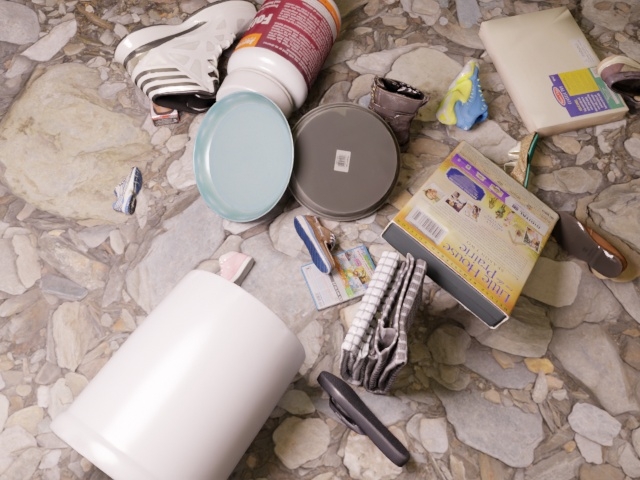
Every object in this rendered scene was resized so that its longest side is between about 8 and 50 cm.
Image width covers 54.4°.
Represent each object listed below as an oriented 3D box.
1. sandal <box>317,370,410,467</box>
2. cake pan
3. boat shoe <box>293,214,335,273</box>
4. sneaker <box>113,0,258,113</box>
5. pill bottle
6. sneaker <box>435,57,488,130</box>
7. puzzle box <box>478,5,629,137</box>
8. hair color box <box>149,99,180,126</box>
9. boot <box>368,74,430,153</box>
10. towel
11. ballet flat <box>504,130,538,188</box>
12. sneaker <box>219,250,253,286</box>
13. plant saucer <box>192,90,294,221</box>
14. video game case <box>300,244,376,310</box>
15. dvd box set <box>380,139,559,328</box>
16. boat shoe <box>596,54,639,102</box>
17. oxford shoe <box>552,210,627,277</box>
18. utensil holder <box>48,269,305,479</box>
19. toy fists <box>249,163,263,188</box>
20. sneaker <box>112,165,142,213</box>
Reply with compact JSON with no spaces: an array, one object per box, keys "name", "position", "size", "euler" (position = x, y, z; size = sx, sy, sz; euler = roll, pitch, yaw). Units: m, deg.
[{"name":"sandal","position":[0.076,0.374,1.294],"size":[0.054,0.097,0.254],"euler":[-48,69,7]},{"name":"cake pan","position":[0.055,-0.192,1.511],"size":[0.293,0.054,0.293],"euler":[0,93,-4]},{"name":"boat shoe","position":[0.000,0.000,1.490],"size":[0.066,0.066,0.183],"euler":[-17,55,-19]},{"name":"sneaker","position":[-0.309,-0.487,1.719],"size":[0.448,0.169,0.257],"euler":[-32,85,-29]},{"name":"pill bottle","position":[-0.111,-0.483,1.662],"size":[0.224,0.224,0.392],"euler":[19,63,9]},{"name":"sneaker","position":[0.408,-0.388,1.705],"size":[0.126,0.091,0.240],"euler":[34,66,-4]},{"name":"puzzle box","position":[0.647,-0.482,1.760],"size":[0.272,0.052,0.408],"euler":[-12,63,-7]},{"name":"hair color box","position":[-0.432,-0.384,1.710],"size":[0.072,0.043,0.141],"euler":[-11,64,-8]},{"name":"boot","position":[0.136,-0.335,1.581],"size":[0.263,0.229,0.091],"euler":[14,63,7]},{"name":"towel","position":[0.137,0.175,1.285],"size":[0.121,0.283,0.235],"euler":[21,66,10]},{"name":"ballet flat","position":[0.513,-0.205,1.608],"size":[0.067,0.073,0.206],"euler":[11,58,21]},{"name":"sneaker","position":[-0.220,0.081,1.465],"size":[0.070,0.051,0.134],"euler":[25,62,14]},{"name":"plant saucer","position":[-0.184,-0.204,1.524],"size":[0.318,0.044,0.317],"euler":[2,94,33]},{"name":"video game case","position":[0.050,0.087,1.481],"size":[0.166,0.015,0.119],"euler":[-19,63,-10]},{"name":"dvd box set","position":[0.353,-0.034,1.403],"size":[0.308,0.062,0.420],"euler":[39,46,5]},{"name":"boat shoe","position":[0.871,-0.415,1.674],"size":[0.285,0.103,0.092],"euler":[11,64,-20]},{"name":"oxford shoe","position":[0.647,0.006,1.508],"size":[0.076,0.076,0.212],"euler":[-16,55,-43]},{"name":"utensil holder","position":[-0.255,0.297,1.202],"size":[0.328,0.327,0.385],"euler":[31,64,15]},{"name":"toy fists","position":[-0.058,-0.215,1.595],"size":[0.279,0.096,0.142],"euler":[-13,79,-6]},{"name":"sneaker","position":[-0.493,-0.131,1.575],"size":[0.058,0.052,0.135],"euler":[4,62,7]}]
